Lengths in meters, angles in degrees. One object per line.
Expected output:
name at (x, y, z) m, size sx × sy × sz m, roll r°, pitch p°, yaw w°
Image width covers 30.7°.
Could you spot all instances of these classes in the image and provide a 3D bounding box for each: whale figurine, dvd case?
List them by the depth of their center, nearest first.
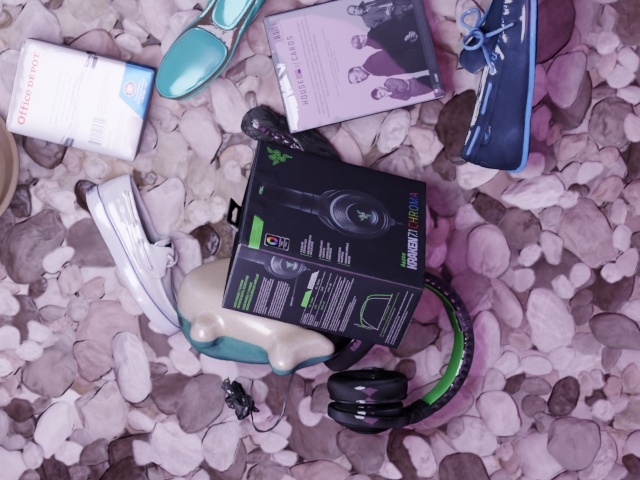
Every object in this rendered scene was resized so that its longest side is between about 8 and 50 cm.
whale figurine at (-0.098, 0.134, 1.726) m, size 0.216 × 0.272 × 0.141 m, roll -17°, pitch 127°, yaw -36°
dvd case at (0.050, -0.272, 1.736) m, size 0.239 × 0.029 × 0.179 m, roll -13°, pitch 92°, yaw -1°

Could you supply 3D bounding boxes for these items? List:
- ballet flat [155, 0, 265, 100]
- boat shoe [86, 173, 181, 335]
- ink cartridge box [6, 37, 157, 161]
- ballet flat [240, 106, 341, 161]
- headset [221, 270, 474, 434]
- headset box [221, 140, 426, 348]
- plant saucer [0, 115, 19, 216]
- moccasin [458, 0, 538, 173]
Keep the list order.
ballet flat at (-0.148, -0.304, 1.705) m, size 0.083 × 0.087 × 0.247 m, roll 37°, pitch 101°, yaw 2°
boat shoe at (-0.261, 0.022, 1.769) m, size 0.084 × 0.095 × 0.258 m, roll -26°, pitch 104°, yaw 7°
ink cartridge box at (-0.349, -0.209, 1.718) m, size 0.191 × 0.082 × 0.139 m, roll 14°, pitch 101°, yaw -5°
ballet flat at (-0.041, -0.149, 1.776) m, size 0.173 × 0.049 × 0.057 m, roll 32°, pitch 56°, yaw -11°
headset at (0.044, 0.188, 1.827) m, size 0.394 × 0.185 × 0.243 m, roll -22°, pitch 99°, yaw -14°
headset box at (0.000, 0.000, 1.689) m, size 0.283 × 0.246 × 0.131 m, roll 14°, pitch 130°, yaw -5°
plant saucer at (-0.576, -0.098, 1.684) m, size 0.278 × 0.041 × 0.278 m, roll 3°, pitch 67°, yaw -7°
moccasin at (0.256, -0.260, 1.706) m, size 0.117 × 0.138 × 0.342 m, roll 4°, pitch 109°, yaw 10°
